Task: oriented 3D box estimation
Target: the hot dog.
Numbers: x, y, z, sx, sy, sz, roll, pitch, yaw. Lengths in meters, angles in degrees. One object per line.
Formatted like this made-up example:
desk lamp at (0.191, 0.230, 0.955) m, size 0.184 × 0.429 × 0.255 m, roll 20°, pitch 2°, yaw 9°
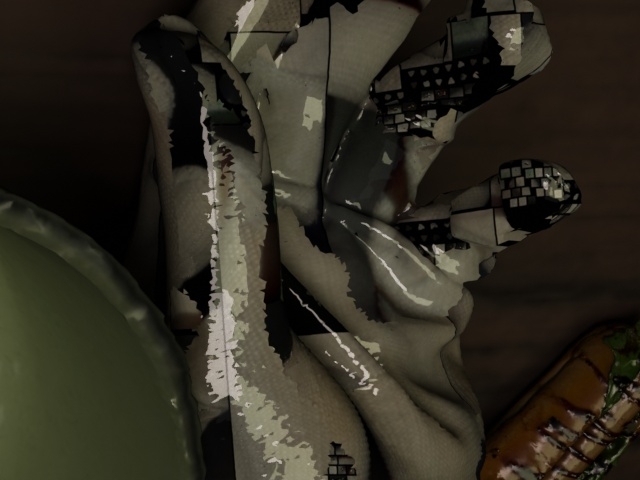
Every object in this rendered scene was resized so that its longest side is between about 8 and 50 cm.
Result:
hot dog at (0.080, 0.076, 0.628) m, size 0.122 × 0.037 × 0.049 m, roll -46°, pitch 131°, yaw 4°

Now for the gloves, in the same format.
gloves at (-0.002, 0.000, 0.507) m, size 0.128 × 0.111 × 0.212 m, roll -2°, pitch 87°, yaw -24°

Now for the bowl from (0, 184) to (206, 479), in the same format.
bowl at (-0.145, 0.053, 0.448) m, size 0.211 × 0.112 × 0.211 m, roll -12°, pitch 120°, yaw -22°
